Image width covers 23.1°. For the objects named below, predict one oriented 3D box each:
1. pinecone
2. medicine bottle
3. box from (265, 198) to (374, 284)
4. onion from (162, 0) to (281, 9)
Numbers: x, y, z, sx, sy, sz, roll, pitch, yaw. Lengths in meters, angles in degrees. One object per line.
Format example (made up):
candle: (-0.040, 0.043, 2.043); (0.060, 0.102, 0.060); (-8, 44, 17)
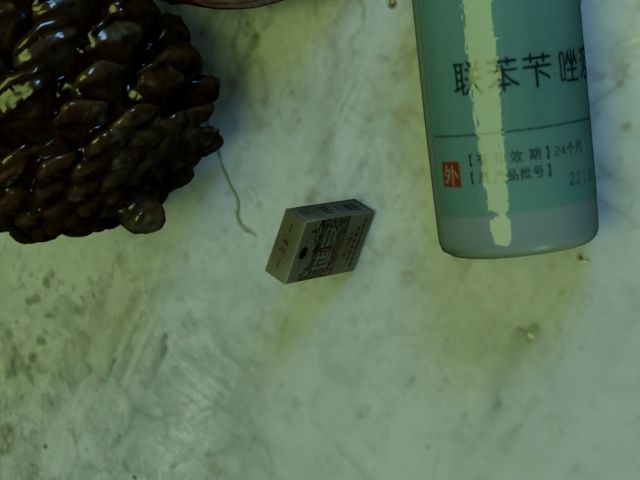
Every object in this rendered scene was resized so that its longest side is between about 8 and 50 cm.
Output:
pinecone: (-0.197, -0.116, 1.167); (0.224, 0.224, 0.273); (-38, 77, 31)
medicine bottle: (0.114, -0.168, 1.028); (0.110, 0.110, 0.352); (-2, 99, 32)
box: (0.000, 0.000, 1.147); (0.024, 0.083, 0.053); (32, 116, 29)
onion: (-0.037, -0.240, 1.099); (0.198, 0.173, 0.135); (-5, 86, -11)
